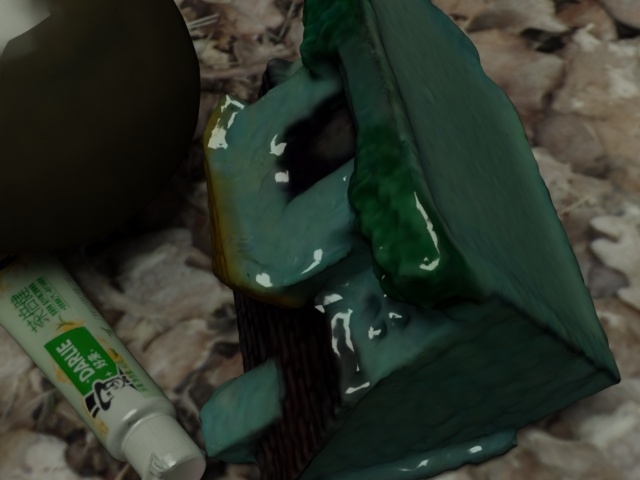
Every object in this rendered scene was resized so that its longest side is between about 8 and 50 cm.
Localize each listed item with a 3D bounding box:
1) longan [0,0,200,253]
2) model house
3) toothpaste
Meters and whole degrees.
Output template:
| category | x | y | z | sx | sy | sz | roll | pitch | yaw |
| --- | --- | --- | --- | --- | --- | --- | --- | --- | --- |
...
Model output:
| category | x | y | z | sx | sy | sz | roll | pitch | yaw |
| --- | --- | --- | --- | --- | --- | --- | --- | --- | --- |
| longan | -0.218 | -0.112 | 0.680 | 0.258 | 0.258 | 0.258 | -6 | 58 | 10 |
| model house | 0.000 | 0.000 | 0.597 | 0.249 | 0.230 | 0.280 | -30 | 51 | 24 |
| toothpaste | -0.185 | 0.067 | 0.681 | 0.058 | 0.056 | 0.314 | -7 | 37 | -46 |
